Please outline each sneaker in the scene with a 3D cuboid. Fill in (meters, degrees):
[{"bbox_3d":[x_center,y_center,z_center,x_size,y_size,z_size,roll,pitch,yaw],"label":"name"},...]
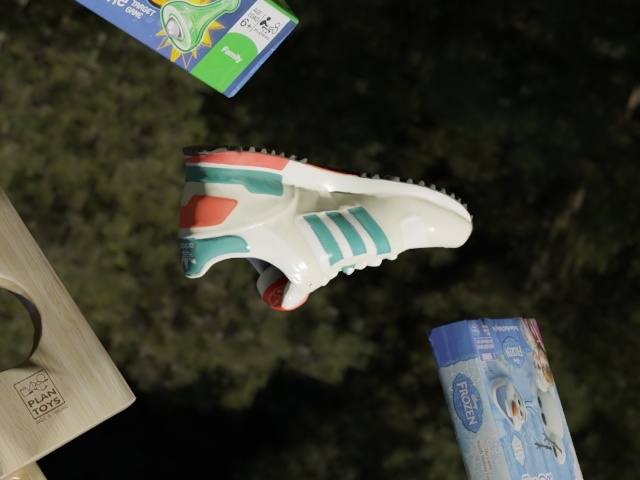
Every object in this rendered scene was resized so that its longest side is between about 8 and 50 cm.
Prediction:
[{"bbox_3d":[0.000,0.000,0.948,0.161,0.075,0.057,11,177,-29],"label":"sneaker"}]

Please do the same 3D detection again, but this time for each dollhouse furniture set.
[{"bbox_3d":[-0.181,0.076,0.650,0.101,0.161,0.182,57,146,6],"label":"dollhouse furniture set"}]

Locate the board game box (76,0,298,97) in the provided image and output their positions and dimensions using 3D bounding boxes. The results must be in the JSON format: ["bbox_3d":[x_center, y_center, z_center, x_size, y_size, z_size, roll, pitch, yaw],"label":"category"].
[{"bbox_3d":[-0.097,-0.139,0.598,0.136,0.035,0.201,30,-160,-42],"label":"board game box"}]

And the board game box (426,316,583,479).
[{"bbox_3d":[0.078,0.076,0.762,0.020,0.090,0.090,-18,172,22],"label":"board game box"}]
